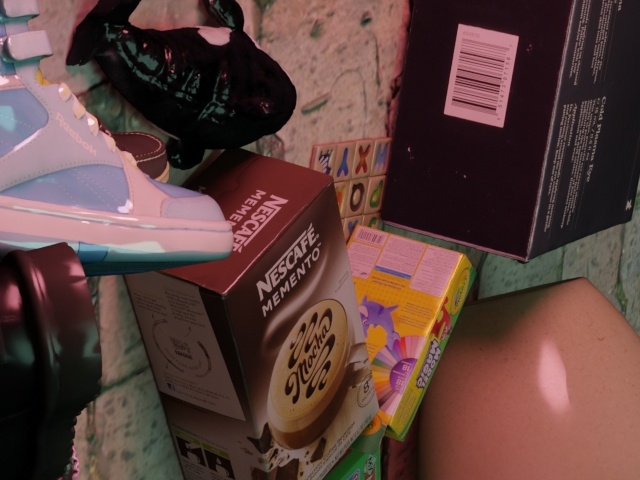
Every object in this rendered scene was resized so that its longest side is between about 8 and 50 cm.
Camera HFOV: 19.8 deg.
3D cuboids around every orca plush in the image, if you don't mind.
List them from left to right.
[{"bbox_3d":[-0.079,-0.138,1.500,0.151,0.102,0.287,-67,151,-13],"label":"orca plush"}]

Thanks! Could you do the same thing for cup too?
[{"bbox_3d":[0.248,0.174,2.084,0.331,0.331,0.237,-13,89,-59],"label":"cup"}]

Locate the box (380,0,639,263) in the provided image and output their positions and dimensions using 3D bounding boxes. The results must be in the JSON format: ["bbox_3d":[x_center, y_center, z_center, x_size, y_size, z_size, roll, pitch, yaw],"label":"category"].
[{"bbox_3d":[0.231,-0.179,1.958,0.312,0.179,0.343,-14,116,-59],"label":"box"}]

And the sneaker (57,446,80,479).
[{"bbox_3d":[-0.230,0.203,1.472,0.057,0.047,0.119,-11,113,-47],"label":"sneaker"}]

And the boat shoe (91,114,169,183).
[{"bbox_3d":[-0.188,-0.066,1.365,0.223,0.080,0.073,-14,120,-53],"label":"boat shoe"}]

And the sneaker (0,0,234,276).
[{"bbox_3d":[-0.183,-0.083,1.238,0.319,0.127,0.208,7,78,-48],"label":"sneaker"}]

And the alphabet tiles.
[{"bbox_3d":[0.000,0.000,1.815,0.237,0.009,0.198,-12,115,-60],"label":"alphabet tiles"}]

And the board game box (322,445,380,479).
[{"bbox_3d":[-0.004,0.387,1.965,0.213,0.046,0.317,-40,137,-48],"label":"board game box"}]

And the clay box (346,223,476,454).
[{"bbox_3d":[0.053,0.103,1.818,0.222,0.127,0.053,-65,150,-16],"label":"clay box"}]

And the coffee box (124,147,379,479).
[{"bbox_3d":[-0.056,0.087,1.632,0.168,0.118,0.297,-47,142,-33],"label":"coffee box"}]

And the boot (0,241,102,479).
[{"bbox_3d":[-0.294,0.100,1.160,0.260,0.131,0.348,-13,162,-20],"label":"boot"}]
